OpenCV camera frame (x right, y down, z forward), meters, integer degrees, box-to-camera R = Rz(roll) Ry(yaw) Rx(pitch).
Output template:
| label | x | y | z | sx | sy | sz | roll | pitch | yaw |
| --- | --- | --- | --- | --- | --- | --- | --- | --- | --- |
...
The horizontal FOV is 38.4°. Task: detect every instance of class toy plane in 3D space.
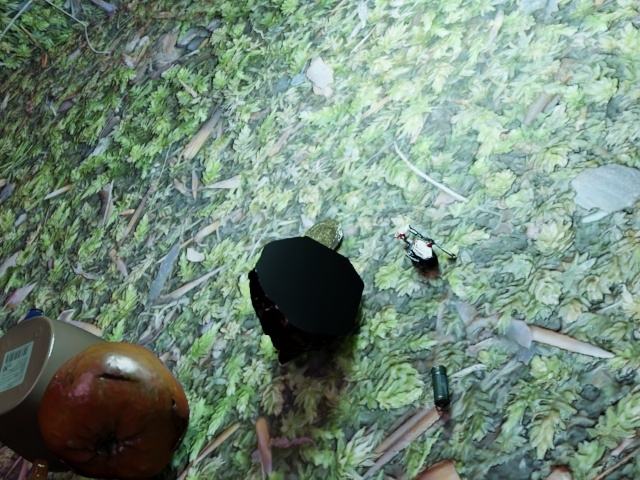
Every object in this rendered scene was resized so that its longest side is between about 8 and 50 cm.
| label | x | y | z | sx | sy | sz | roll | pitch | yaw |
| --- | --- | --- | --- | --- | --- | --- | --- | --- | --- |
| toy plane | 0.179 | 0.013 | 1.672 | 0.060 | 0.037 | 0.145 | -45 | 40 | -5 |

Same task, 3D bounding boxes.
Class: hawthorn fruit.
| label | x | y | z | sx | sy | sz | roll | pitch | yaw |
| --- | --- | --- | --- | --- | --- | --- | --- | --- | --- |
| hawthorn fruit | -0.392 | 0.310 | 1.765 | 0.276 | 0.276 | 0.307 | -42 | 18 | 4 |

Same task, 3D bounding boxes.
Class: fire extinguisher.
| label | x | y | z | sx | sy | sz | roll | pitch | yaw |
| --- | --- | --- | --- | --- | --- | --- | --- | --- | --- |
| fire extinguisher | 0.191 | 0.242 | 1.469 | 0.038 | 0.025 | 0.083 | 116 | 160 | -45 |

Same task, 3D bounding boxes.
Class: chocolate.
| label | x | y | z | sx | sy | sz | roll | pitch | yaw |
| --- | --- | --- | --- | --- | --- | --- | --- | --- | --- |
| chocolate | -0.060 | 0.129 | 1.690 | 0.177 | 0.206 | 0.224 | -54 | 11 | 40 |

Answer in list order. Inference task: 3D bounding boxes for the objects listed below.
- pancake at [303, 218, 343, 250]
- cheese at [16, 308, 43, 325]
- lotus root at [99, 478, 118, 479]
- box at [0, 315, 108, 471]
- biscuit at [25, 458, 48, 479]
| label | x | y | z | sx | sy | sz | roll | pitch | yaw |
| --- | --- | --- | --- | --- | --- | --- | --- | --- | --- |
| pancake | -0.001 | -0.001 | 1.864 | 0.115 | 0.011 | 0.114 | -24 | 43 | 25 |
| cheese | -0.764 | 0.272 | 2.268 | 0.155 | 0.062 | 0.244 | 3 | 58 | 45 |
| lotus root | -0.381 | 0.548 | 1.608 | 0.160 | 0.152 | 0.274 | -34 | 39 | 22 |
| box | -0.571 | 0.310 | 1.942 | 0.301 | 0.216 | 0.300 | -25 | 41 | 23 |
| biscuit | -0.543 | 0.545 | 1.743 | 0.324 | 0.049 | 0.205 | 34 | 105 | 61 |
